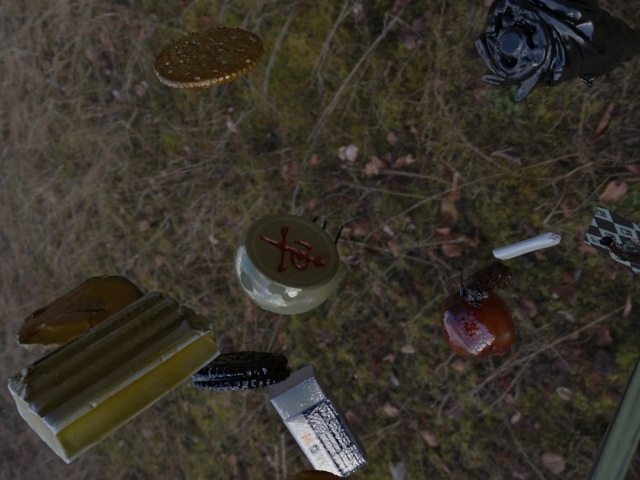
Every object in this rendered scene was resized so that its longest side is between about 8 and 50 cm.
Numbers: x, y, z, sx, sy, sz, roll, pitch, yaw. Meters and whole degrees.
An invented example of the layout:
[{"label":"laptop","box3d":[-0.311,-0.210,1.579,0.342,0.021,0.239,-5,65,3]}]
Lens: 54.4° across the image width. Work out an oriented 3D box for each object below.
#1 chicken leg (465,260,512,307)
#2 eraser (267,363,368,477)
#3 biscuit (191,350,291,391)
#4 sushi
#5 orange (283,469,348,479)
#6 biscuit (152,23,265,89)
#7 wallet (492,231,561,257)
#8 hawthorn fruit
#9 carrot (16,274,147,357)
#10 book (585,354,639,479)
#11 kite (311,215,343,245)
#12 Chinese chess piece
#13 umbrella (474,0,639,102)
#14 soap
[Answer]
[{"label":"chicken leg","box3d":[0.444,0.109,1.633,0.063,0.233,0.105,35,129,31]},{"label":"eraser","box3d":[-0.004,0.441,1.489,0.287,0.130,0.086,62,-178,-19]},{"label":"biscuit","box3d":[-0.150,0.242,1.161,0.194,0.194,0.053,-8,86,52]},{"label":"sushi","box3d":[0.861,0.009,1.651,0.294,0.059,0.292,36,172,21]},{"label":"orange","box3d":[-0.010,0.561,1.170,0.246,0.246,0.246,26,127,42]},{"label":"biscuit","box3d":[-0.248,-0.407,1.368,0.254,0.254,0.035,35,150,36]},{"label":"wallet","box3d":[0.606,0.017,1.825,0.190,0.095,0.033,-21,74,30]},{"label":"hawthorn fruit","box3d":[0.539,0.256,2.164,0.254,0.254,0.301,0,109,51]},{"label":"carrot","box3d":[-0.486,0.209,1.424,0.241,0.241,0.341,33,164,38]},{"label":"book","box3d":[0.401,0.322,0.873,0.039,0.300,0.428,22,164,29]},{"label":"kite","box3d":[0.000,0.000,1.777,0.152,0.285,0.015,25,117,1]},{"label":"Chinese chess piece","box3d":[-0.076,0.049,1.437,0.251,0.250,0.097,50,140,22]},{"label":"umbrella","box3d":[0.284,-0.215,0.669,0.118,0.340,0.118,14,110,43]},{"label":"soap","box3d":[-0.311,0.195,0.955,0.173,0.274,0.089,20,130,40]}]
